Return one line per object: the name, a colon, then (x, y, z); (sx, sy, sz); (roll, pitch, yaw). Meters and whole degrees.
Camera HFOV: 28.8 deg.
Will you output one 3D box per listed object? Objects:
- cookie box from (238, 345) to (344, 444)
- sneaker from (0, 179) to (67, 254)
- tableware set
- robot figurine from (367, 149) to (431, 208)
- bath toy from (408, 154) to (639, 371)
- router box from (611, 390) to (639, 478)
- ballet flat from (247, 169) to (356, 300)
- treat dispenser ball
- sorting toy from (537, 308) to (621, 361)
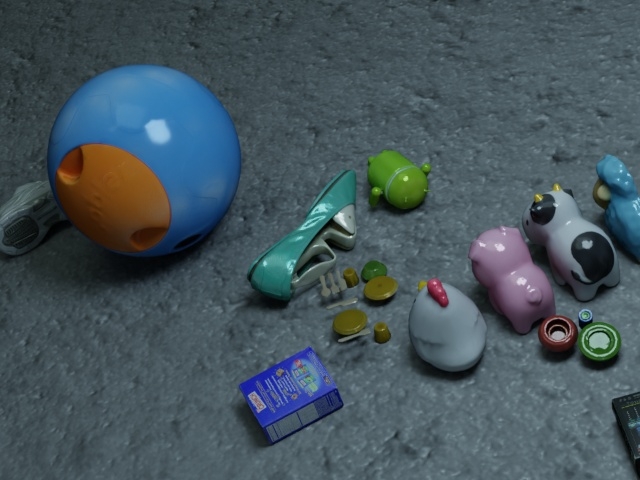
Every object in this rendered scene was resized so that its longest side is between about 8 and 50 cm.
cookie box: (-0.038, 0.197, 1.588); (0.107, 0.040, 0.092); (-27, 39, -8)
sneaker: (-0.447, -0.075, 2.060); (0.232, 0.090, 0.115); (-29, 36, -11)
tableware set: (0.059, 0.085, 1.693); (0.104, 0.024, 0.154); (-18, 37, -1)
robot figurine: (0.114, -0.089, 1.835); (0.101, 0.067, 0.115); (-25, 38, -18)
bath toy: (0.255, 0.028, 1.585); (0.348, 0.129, 0.151); (-31, 40, -12)
router box: (0.396, 0.204, 1.384); (0.122, 0.038, 0.092); (-17, 38, 6)
ballet flat: (0.000, 0.000, 1.787); (0.087, 0.083, 0.247); (33, 59, 18)
treat dispenser ball: (-0.262, -0.119, 1.864); (0.288, 0.288, 0.288); (-13, 39, 10)
sorting toy: (0.319, 0.120, 1.525); (0.102, 0.042, 0.061); (15, 66, 22)
